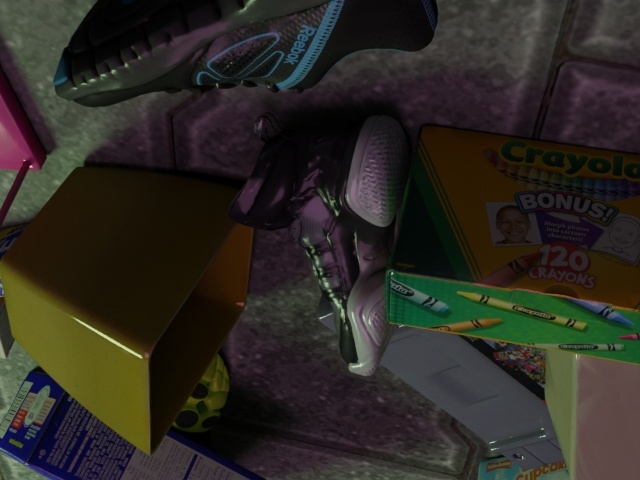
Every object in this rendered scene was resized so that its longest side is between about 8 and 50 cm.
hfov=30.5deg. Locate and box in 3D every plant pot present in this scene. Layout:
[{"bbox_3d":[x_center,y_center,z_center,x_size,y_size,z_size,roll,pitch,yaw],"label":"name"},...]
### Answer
[{"bbox_3d":[-0.199,0.049,1.177,0.187,0.212,0.212,24,145,9],"label":"plant pot"}]

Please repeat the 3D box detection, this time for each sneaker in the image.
[{"bbox_3d":[0.000,0.000,1.091,0.153,0.101,0.269,10,124,17],"label":"sneaker"},{"bbox_3d":[-0.229,0.131,1.389,0.295,0.109,0.123,35,168,-31],"label":"sneaker"},{"bbox_3d":[-0.070,-0.155,0.919,0.340,0.125,0.139,-13,140,36],"label":"sneaker"}]

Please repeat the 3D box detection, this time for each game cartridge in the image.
[{"bbox_3d":[0.197,0.128,1.244,0.355,0.068,0.230,38,142,-27],"label":"game cartridge"}]

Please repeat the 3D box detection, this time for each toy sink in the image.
[{"bbox_3d":[0.296,0.139,1.098,0.152,0.131,0.234,-8,125,1],"label":"toy sink"}]

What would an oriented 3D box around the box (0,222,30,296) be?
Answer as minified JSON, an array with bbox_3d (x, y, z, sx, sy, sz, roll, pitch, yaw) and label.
[{"bbox_3d":[-0.351,0.025,1.312,0.168,0.054,0.059,-10,137,30],"label":"box"}]

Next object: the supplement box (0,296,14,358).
[{"bbox_3d":[-0.418,0.101,1.450,0.062,0.036,0.098,12,143,4],"label":"supplement box"}]

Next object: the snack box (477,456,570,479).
[{"bbox_3d":[0.371,0.306,1.407,0.322,0.060,0.187,-20,130,39],"label":"snack box"}]

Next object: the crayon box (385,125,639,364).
[{"bbox_3d":[0.205,0.005,0.989,0.278,0.165,0.081,9,143,9],"label":"crayon box"}]

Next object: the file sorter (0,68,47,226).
[{"bbox_3d":[-0.452,-0.086,1.097,0.290,0.182,0.202,3,141,16],"label":"file sorter"}]

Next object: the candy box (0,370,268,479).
[{"bbox_3d":[-0.230,0.287,1.480,0.317,0.122,0.268,33,164,-19],"label":"candy box"}]
